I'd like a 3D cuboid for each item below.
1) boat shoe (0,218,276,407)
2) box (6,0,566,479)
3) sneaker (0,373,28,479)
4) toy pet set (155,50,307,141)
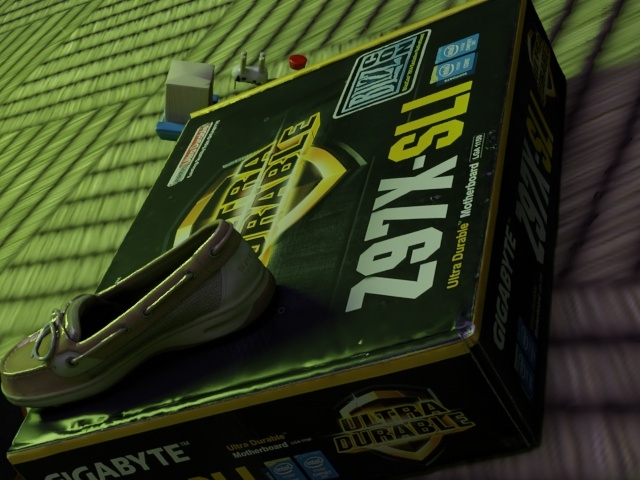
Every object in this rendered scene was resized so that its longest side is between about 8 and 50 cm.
[{"bbox_3d":[-0.097,0.035,0.556,0.153,0.048,0.056,-21,31,21],"label":"boat shoe"},{"bbox_3d":[0.000,0.000,0.645,0.257,0.079,0.322,-16,32,26],"label":"box"},{"bbox_3d":[-0.304,0.189,0.659,0.314,0.116,0.136,-41,15,-21],"label":"sneaker"},{"bbox_3d":[-0.071,-0.095,0.910,0.114,0.065,0.122,6,38,-1],"label":"toy pet set"}]
